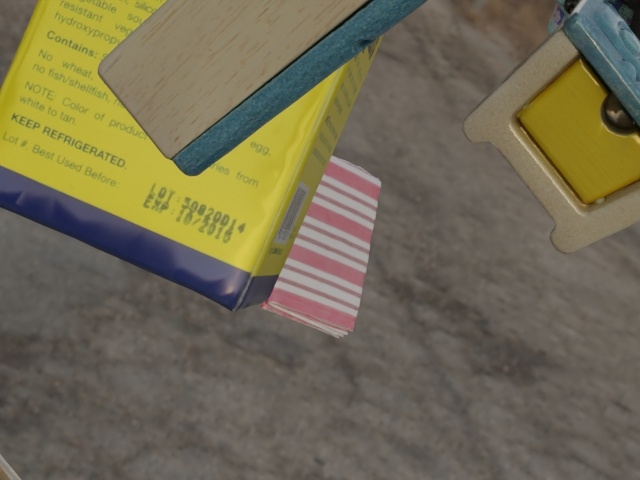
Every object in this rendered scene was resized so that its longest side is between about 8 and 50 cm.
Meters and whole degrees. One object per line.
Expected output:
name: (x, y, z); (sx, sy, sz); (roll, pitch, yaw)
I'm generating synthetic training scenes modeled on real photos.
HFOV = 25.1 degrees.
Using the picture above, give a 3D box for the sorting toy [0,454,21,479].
sorting toy: (-0.374, 0.282, 1.512); (0.274, 0.132, 0.046); (58, 27, -24)

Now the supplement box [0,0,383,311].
supplement box: (-0.062, -0.153, 0.970); (0.194, 0.356, 0.195); (24, 1, 3)

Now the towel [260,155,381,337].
towel: (0.000, 0.000, 1.615); (0.029, 0.197, 0.144); (0, -17, 41)

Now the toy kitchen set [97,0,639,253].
toy kitchen set: (0.065, -0.056, 0.471); (0.166, 0.122, 0.207); (51, 34, -5)

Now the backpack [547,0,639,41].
backpack: (0.364, -0.297, 1.650); (0.225, 0.191, 0.253); (-13, 51, -32)
